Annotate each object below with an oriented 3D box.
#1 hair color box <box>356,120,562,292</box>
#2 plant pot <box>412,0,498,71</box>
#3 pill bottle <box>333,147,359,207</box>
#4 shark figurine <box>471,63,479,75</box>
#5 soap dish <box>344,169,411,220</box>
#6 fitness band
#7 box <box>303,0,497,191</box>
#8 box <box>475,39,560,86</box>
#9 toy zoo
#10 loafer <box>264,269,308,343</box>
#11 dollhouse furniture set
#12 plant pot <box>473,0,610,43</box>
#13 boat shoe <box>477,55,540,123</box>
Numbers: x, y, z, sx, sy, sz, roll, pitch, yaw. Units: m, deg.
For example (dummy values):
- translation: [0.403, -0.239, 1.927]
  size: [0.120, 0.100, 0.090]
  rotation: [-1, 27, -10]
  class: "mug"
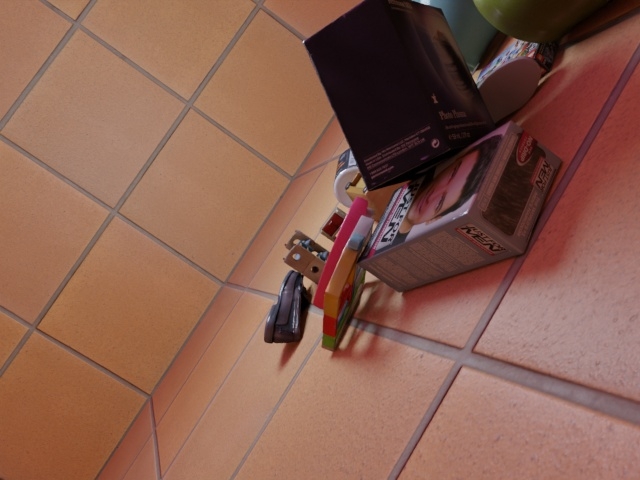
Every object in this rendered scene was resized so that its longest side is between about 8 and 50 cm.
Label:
- translation: [0.220, -0.041, 1.177]
  size: [0.185, 0.113, 0.374]
  rotation: [-61, 14, -23]
  class: "hair color box"
- translation: [0.355, -0.587, 1.789]
  size: [0.271, 0.271, 0.255]
  rotation: [-126, 49, -78]
  class: "plant pot"
- translation: [0.110, -0.195, 1.996]
  size: [0.130, 0.130, 0.246]
  rotation: [-50, 12, 24]
  class: "pill bottle"
- translation: [0.273, -0.328, 1.545]
  size: [0.166, 0.116, 0.278]
  rotation: [-60, -11, 5]
  class: "shark figurine"
- translation: [0.175, -0.162, 1.674]
  size: [0.229, 0.118, 0.291]
  rotation: [-56, 11, 0]
  class: "soap dish"
- translation: [0.054, 0.035, 1.560]
  size: [0.209, 0.054, 0.291]
  rotation: [-61, -8, -47]
  class: "fitness band"
- translation: [0.161, -0.273, 1.267]
  size: [0.182, 0.294, 0.296]
  rotation: [-26, -3, 32]
  class: "box"
- translation: [0.411, -0.364, 1.467]
  size: [0.233, 0.044, 0.159]
  rotation: [-38, 21, 56]
  class: "box"
- translation: [0.055, 0.081, 1.388]
  size: [0.293, 0.030, 0.192]
  rotation: [92, -159, -57]
  class: "toy zoo"
- translation: [-0.074, 0.184, 1.852]
  size: [0.302, 0.095, 0.109]
  rotation: [-68, -14, -60]
  class: "loafer"
- translation: [0.000, 0.000, 1.896]
  size: [0.184, 0.129, 0.129]
  rotation: [-52, 12, 14]
  class: "dollhouse furniture set"
- translation: [0.444, -0.559, 1.230]
  size: [0.366, 0.366, 0.353]
  rotation: [-61, 1, -26]
  class: "plant pot"
- translation: [0.343, -0.278, 1.406]
  size: [0.267, 0.096, 0.088]
  rotation: [-54, 11, 38]
  class: "boat shoe"
